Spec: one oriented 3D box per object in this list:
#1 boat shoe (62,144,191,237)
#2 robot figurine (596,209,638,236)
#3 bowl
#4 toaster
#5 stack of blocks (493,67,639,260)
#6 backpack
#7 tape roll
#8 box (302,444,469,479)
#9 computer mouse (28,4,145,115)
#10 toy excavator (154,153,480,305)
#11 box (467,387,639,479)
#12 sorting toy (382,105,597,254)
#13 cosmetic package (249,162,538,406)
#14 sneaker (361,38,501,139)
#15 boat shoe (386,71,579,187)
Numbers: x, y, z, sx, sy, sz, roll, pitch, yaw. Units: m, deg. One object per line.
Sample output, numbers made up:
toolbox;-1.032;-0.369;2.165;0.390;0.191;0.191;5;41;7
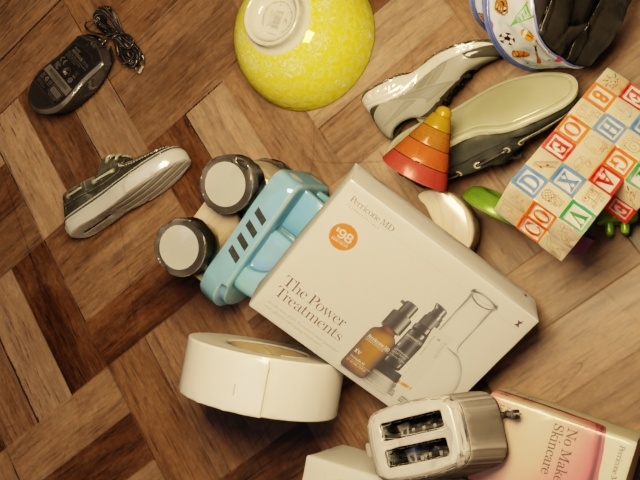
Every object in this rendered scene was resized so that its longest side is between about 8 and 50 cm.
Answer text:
boat shoe;-0.420;-0.125;1.798;0.335;0.121;0.119;-28;78;22
robot figurine;0.477;-0.065;1.407;0.101;0.067;0.115;-6;82;22
bowl;-0.059;-0.401;1.642;0.289;0.156;0.290;-3;84;25
toaster;0.181;0.302;1.332;0.227;0.146;0.129;-20;72;33
stack of blocks;0.422;-0.109;1.325;0.171;0.087;0.297;38;64;13
backpack;0.360;-0.407;1.393;0.213;0.276;0.264;-4;72;51
tape roll;-0.101;0.236;1.524;0.286;0.286;0.100;11;89;25
box;0.141;0.496;1.449;0.345;0.168;0.215;11;89;25
computer mouse;-0.515;-0.366;1.902;0.272;0.072;0.188;-39;68;3
toy excavator;0.000;0.000;1.559;0.445;0.222;0.433;40;104;13
box;0.373;0.343;1.380;0.232;0.127;0.149;16;91;26
sorting toy;0.288;-0.106;1.399;0.365;0.127;0.126;25;103;5
cosmetic package;0.118;0.100;1.425;0.377;0.097;0.284;36;111;-7
sneaker;0.209;-0.272;1.546;0.271;0.100;0.108;-27;85;25
boat shoe;0.287;-0.174;1.486;0.340;0.113;0.127;-24;39;21
